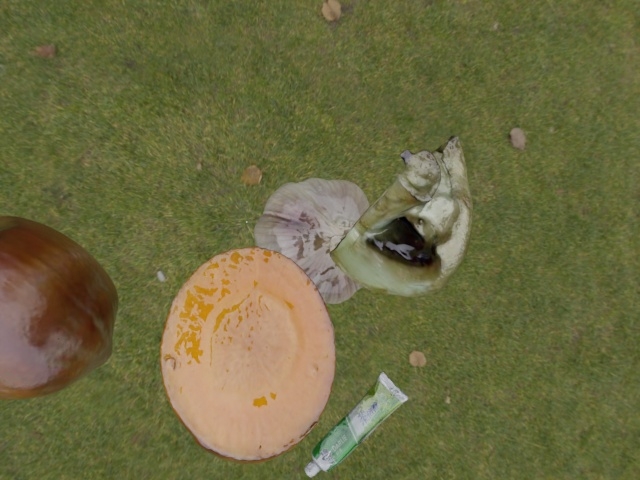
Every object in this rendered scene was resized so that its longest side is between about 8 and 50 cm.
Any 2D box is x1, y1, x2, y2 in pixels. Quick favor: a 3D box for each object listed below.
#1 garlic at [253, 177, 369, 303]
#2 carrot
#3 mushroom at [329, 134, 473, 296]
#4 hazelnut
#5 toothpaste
[{"bbox_3d":[-0.005,0.003,1.201,0.322,0.241,0.321,-2,82,11],"label":"garlic"},{"bbox_3d":[-0.095,0.152,0.720,0.259,0.100,0.307,10,66,-19],"label":"carrot"},{"bbox_3d":[0.177,-0.041,0.870,0.212,0.292,0.217,42,56,15],"label":"mushroom"},{"bbox_3d":[-0.575,0.128,0.950,0.366,0.366,0.365,0,92,-8],"label":"hazelnut"},{"bbox_3d":[0.063,0.374,1.002,0.248,0.047,0.078,-44,91,-2],"label":"toothpaste"}]
